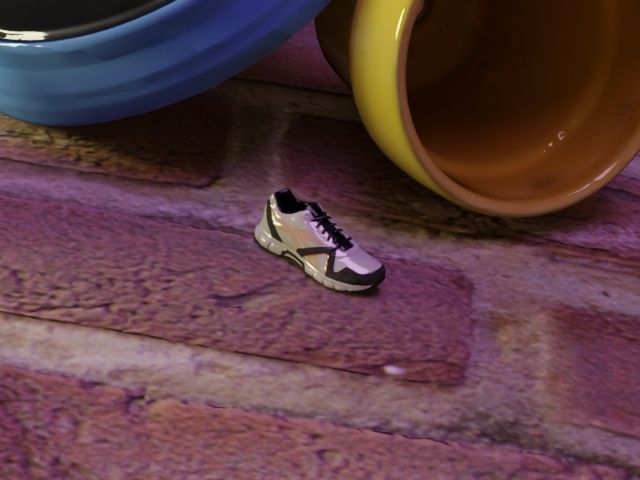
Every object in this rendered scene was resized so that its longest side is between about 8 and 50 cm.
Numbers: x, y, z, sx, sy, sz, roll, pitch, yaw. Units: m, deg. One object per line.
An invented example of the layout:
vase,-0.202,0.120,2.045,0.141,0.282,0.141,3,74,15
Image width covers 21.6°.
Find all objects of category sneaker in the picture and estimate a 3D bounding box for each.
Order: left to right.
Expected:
sneaker,0.000,0.000,1.203,0.109,0.043,0.040,28,33,22

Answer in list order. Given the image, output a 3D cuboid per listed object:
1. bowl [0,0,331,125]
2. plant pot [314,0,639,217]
bowl,-0.142,-0.260,1.351,0.391,0.077,0.391,-15,45,15
plant pot,0.117,-0.170,1.344,0.254,0.254,0.239,-5,21,-25
